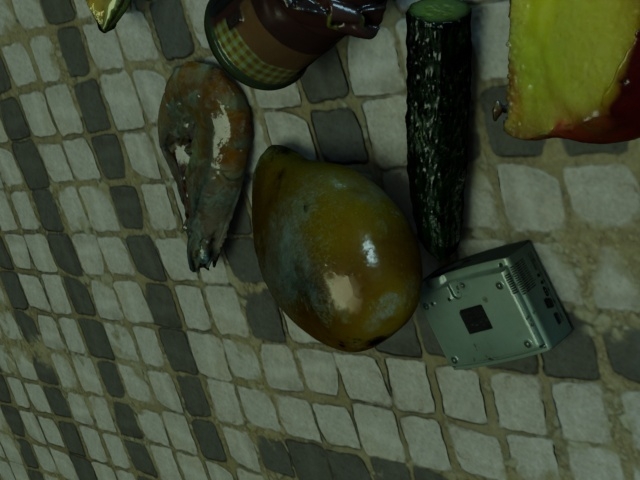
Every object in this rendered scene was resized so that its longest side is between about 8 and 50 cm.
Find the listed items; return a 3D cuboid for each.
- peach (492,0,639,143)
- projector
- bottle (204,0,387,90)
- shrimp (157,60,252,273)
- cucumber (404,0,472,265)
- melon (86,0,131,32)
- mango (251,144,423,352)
[{"bbox_3d":[0.241,-0.212,0.799,0.158,0.153,0.268,16,115,51],"label":"peach"},{"bbox_3d":[0.182,0.074,1.109,0.147,0.061,0.115,-22,95,49],"label":"projector"},{"bbox_3d":[-0.003,-0.258,1.037,0.271,0.143,0.156,-28,92,49],"label":"bottle"},{"bbox_3d":[-0.169,-0.096,1.377,0.164,0.062,0.317,35,131,33],"label":"shrimp"},{"bbox_3d":[0.122,-0.104,1.060,0.067,0.067,0.294,23,130,36],"label":"cucumber"},{"bbox_3d":[-0.279,-0.361,1.324,0.128,0.079,0.160,-33,87,31],"label":"melon"},{"bbox_3d":[0.000,0.000,1.175,0.316,0.146,0.193,47,128,42],"label":"mango"}]
